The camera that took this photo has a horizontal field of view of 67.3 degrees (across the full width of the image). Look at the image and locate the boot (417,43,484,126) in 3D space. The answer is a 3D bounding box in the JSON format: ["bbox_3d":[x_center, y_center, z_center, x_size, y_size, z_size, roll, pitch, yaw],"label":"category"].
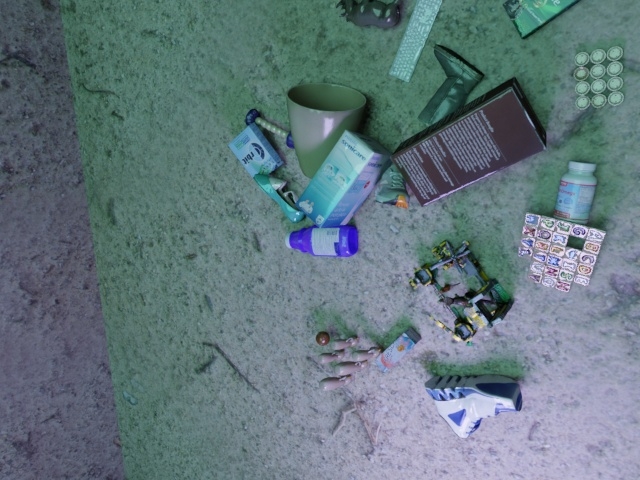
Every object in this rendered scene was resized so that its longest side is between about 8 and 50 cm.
[{"bbox_3d":[0.359,-0.448,1.435,0.190,0.076,0.208,47,130,17],"label":"boot"}]

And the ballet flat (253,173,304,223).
[{"bbox_3d":[-0.143,-0.178,1.813,0.087,0.083,0.247,-40,94,28],"label":"ballet flat"}]

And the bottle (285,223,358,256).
[{"bbox_3d":[0.000,0.000,1.767,0.282,0.092,0.118,0,96,34],"label":"bottle"}]

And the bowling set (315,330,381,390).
[{"bbox_3d":[0.087,0.417,1.811,0.287,0.154,0.200,-47,57,34],"label":"bowling set"}]

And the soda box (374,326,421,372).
[{"bbox_3d":[0.273,0.388,1.705,0.058,0.063,0.183,46,123,15],"label":"soda box"}]

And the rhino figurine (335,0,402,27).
[{"bbox_3d":[0.146,-0.722,1.496,0.243,0.073,0.106,19,109,30],"label":"rhino figurine"}]

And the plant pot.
[{"bbox_3d":[0.008,-0.348,1.601,0.256,0.256,0.274,26,130,26],"label":"plant pot"}]

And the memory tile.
[{"bbox_3d":[0.713,-0.415,1.234,0.113,0.012,0.148,0,103,34],"label":"memory tile"}]

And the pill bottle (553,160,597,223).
[{"bbox_3d":[0.683,-0.129,1.283,0.087,0.087,0.160,14,109,30],"label":"pill bottle"}]

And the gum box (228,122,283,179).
[{"bbox_3d":[-0.248,-0.331,1.833,0.157,0.041,0.184,-28,102,46],"label":"gum box"}]

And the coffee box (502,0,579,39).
[{"bbox_3d":[0.584,-0.629,1.247,0.184,0.040,0.113,-29,85,35],"label":"coffee box"}]

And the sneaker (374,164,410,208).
[{"bbox_3d":[0.225,-0.175,1.491,0.099,0.262,0.121,12,103,-7],"label":"sneaker"}]

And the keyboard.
[{"bbox_3d":[0.289,-0.621,1.462,0.072,0.014,0.256,33,118,23],"label":"keyboard"}]

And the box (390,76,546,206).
[{"bbox_3d":[0.413,-0.271,1.368,0.381,0.143,0.191,-25,107,36],"label":"box"}]

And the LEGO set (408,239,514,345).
[{"bbox_3d":[0.417,0.171,1.473,0.255,0.192,0.331,-32,84,35],"label":"LEGO set"}]

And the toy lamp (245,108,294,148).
[{"bbox_3d":[-0.157,-0.407,1.776,0.274,0.080,0.080,30,117,23],"label":"toy lamp"}]

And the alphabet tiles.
[{"bbox_3d":[0.656,0.041,1.340,0.198,0.009,0.237,18,134,29],"label":"alphabet tiles"}]

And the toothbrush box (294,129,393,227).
[{"bbox_3d":[0.084,-0.195,1.561,0.126,0.216,0.296,42,110,17],"label":"toothbrush box"}]

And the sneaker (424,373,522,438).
[{"bbox_3d":[0.507,0.544,1.566,0.315,0.127,0.182,-10,100,42],"label":"sneaker"}]
